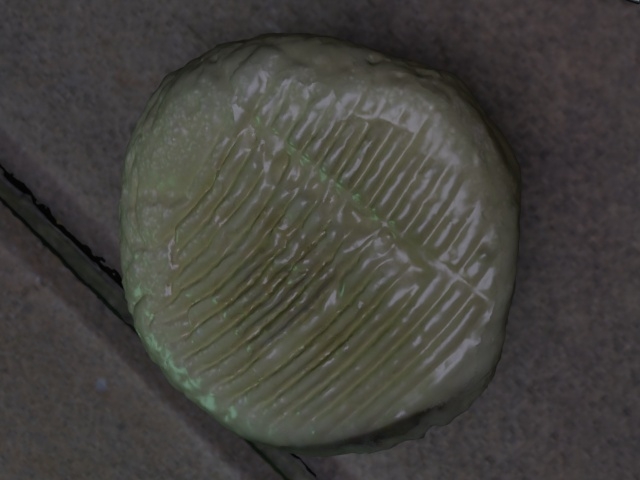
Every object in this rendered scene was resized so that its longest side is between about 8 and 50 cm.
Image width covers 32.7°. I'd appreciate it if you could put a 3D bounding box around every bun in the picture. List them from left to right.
[{"bbox_3d":[0.000,0.000,0.564,0.221,0.134,0.220,5,104,20],"label":"bun"}]

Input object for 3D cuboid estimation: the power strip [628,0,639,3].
[{"bbox_3d":[0.109,-0.162,0.552,0.136,0.019,0.050,21,111,7],"label":"power strip"}]
